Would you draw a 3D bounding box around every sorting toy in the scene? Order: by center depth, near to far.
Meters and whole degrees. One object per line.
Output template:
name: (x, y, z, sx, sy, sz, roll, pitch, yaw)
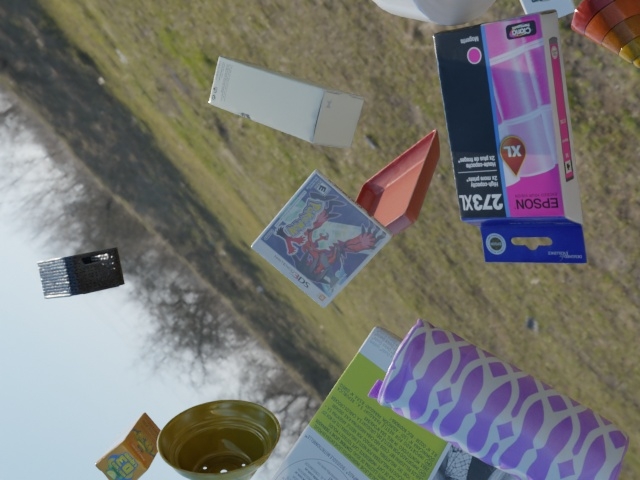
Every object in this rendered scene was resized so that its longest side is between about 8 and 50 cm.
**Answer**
sorting toy: (0.570, -0.356, 1.180, 0.127, 0.365, 0.126, 73, 175, -70)

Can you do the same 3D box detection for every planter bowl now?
planter bowl: (-0.176, 0.381, 1.401, 0.217, 0.217, 0.090, -140, 42, -58)

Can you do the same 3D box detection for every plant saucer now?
plant saucer: (0.143, -0.078, 1.625, 0.047, 0.259, 0.258, 38, 139, -14)

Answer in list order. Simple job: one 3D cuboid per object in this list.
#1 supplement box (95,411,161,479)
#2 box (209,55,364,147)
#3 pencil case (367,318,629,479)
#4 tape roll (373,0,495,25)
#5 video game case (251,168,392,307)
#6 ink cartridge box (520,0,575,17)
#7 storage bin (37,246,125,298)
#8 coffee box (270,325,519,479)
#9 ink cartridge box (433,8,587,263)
supplement box: (-0.366, 0.410, 1.536, 0.078, 0.080, 0.233, 51, 179, -3)
box: (-0.065, -0.247, 1.392, 0.275, 0.094, 0.113, 27, -162, 39)
pencil case: (0.145, 0.145, 0.641, 0.206, 0.086, 0.088, 31, 136, 14)
tape roll: (0.177, -0.458, 1.126, 0.100, 0.286, 0.286, 28, 160, 42)
video game case: (0.000, 0.000, 1.446, 0.183, 0.201, 0.023, 40, -156, -4)
ink cartridge box: (0.495, -0.671, 1.840, 0.273, 0.114, 0.199, 44, -142, -48)
storage bin: (-0.512, 0.070, 1.678, 0.180, 0.122, 0.085, -9, 93, 50)
coffee box: (0.164, 0.370, 1.059, 0.338, 0.334, 0.337, 34, 179, 33)
ink cartridge box: (0.280, -0.136, 1.161, 0.175, 0.069, 0.371, 0, 107, 42)
